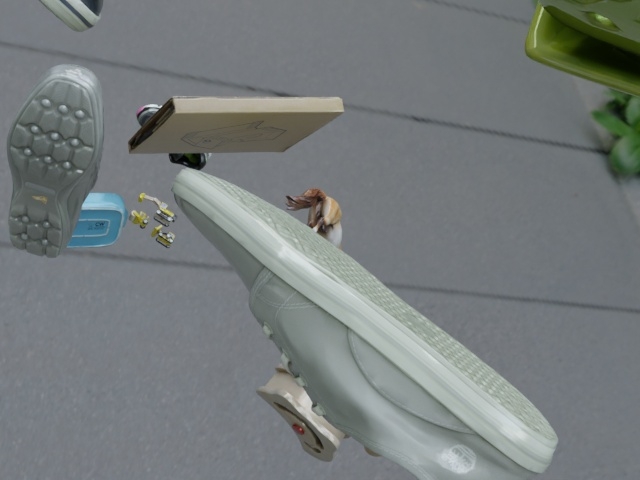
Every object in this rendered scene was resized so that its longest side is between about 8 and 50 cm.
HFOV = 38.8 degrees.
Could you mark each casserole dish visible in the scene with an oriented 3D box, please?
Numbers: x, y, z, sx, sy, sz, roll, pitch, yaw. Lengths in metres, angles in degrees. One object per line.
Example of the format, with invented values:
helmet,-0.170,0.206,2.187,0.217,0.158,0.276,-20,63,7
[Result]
casserole dish,-0.442,-0.032,1.687,0.188,0.114,0.037,-2,35,-36

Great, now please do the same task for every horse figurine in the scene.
horse figurine,0.000,0.000,1.650,0.066,0.263,0.174,4,42,18

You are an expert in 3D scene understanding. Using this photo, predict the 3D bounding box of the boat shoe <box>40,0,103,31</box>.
boat shoe,-0.329,-0.455,1.208,0.187,0.156,0.500,44,22,-38

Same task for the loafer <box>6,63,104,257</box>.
loafer,-0.331,-0.107,1.139,0.112,0.319,0.111,20,47,-13

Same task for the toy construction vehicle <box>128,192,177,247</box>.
toy construction vehicle,-0.315,-0.041,1.745,0.098,0.086,0.035,32,51,-4

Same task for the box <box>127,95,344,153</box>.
box,-0.099,-0.128,1.031,0.201,0.164,0.021,-5,81,-29

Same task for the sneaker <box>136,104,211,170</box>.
sneaker,-0.275,-0.190,1.717,0.170,0.063,0.075,39,25,-29

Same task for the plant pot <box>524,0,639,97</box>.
plant pot,0.227,-0.173,0.431,0.228,0.207,0.227,20,80,12

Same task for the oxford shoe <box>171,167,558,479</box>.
oxford shoe,0.009,0.087,0.852,0.449,0.130,0.169,40,12,17

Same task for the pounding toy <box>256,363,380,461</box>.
pounding toy,0.014,0.343,1.851,0.269,0.154,0.155,44,62,-5
